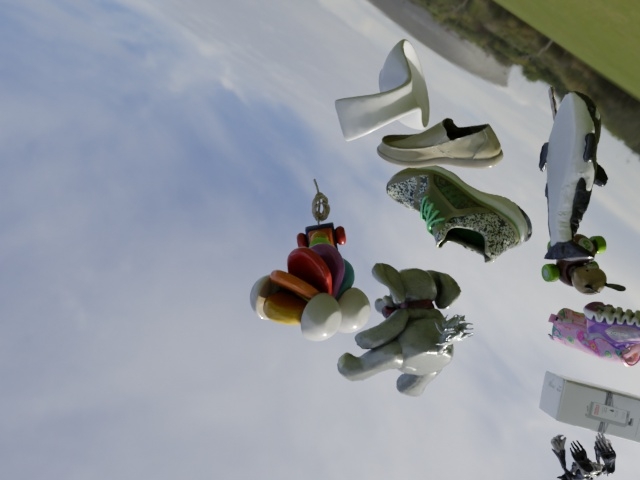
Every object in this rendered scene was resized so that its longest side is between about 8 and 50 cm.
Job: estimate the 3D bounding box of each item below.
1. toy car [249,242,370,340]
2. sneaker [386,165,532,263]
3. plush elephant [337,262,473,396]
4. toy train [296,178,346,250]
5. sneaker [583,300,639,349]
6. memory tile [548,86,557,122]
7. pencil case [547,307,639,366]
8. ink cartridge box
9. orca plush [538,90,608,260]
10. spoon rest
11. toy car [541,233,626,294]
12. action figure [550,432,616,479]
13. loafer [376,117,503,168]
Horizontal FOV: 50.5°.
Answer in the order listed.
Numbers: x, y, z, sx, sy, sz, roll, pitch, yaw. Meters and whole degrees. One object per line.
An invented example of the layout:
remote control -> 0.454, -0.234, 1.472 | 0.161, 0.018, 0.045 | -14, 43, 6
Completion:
toy car -> -0.011, 0.071, 1.075 | 0.159, 0.136, 0.182 | 17, -167, 36
sneaker -> 0.322, -0.064, 1.747 | 0.410, 0.158, 0.182 | 25, -129, 32
plush elephant -> 0.206, 0.181, 1.615 | 0.272, 0.330, 0.255 | 18, -135, -31
toy train -> 0.000, 0.000, 1.398 | 0.105, 0.247, 0.143 | -10, -172, 3
sneaker -> 0.783, 0.231, 1.717 | 0.237, 0.104, 0.095 | 12, -160, 33
memory tile -> 0.734, -0.425, 2.136 | 0.148, 0.012, 0.113 | -25, -76, -73
pencil case -> 0.846, 0.293, 2.094 | 0.124, 0.124, 0.284 | 19, 180, -34
ink cartridge box -> 0.770, 0.460, 1.869 | 0.283, 0.117, 0.207 | 14, 177, 5
orca plush -> 0.450, -0.103, 1.140 | 0.102, 0.151, 0.287 | 8, -112, -12
spoon rest -> 0.113, -0.207, 0.965 | 0.276, 0.084, 0.137 | -44, -59, -56
toy car -> 0.706, 0.082, 1.789 | 0.155, 0.148, 0.188 | -4, -152, -15
action figure -> 0.747, 0.609, 1.914 | 0.275, 0.164, 0.140 | 69, -167, -64
loafer -> 0.248, -0.210, 1.429 | 0.269, 0.092, 0.102 | 4, -151, 21
